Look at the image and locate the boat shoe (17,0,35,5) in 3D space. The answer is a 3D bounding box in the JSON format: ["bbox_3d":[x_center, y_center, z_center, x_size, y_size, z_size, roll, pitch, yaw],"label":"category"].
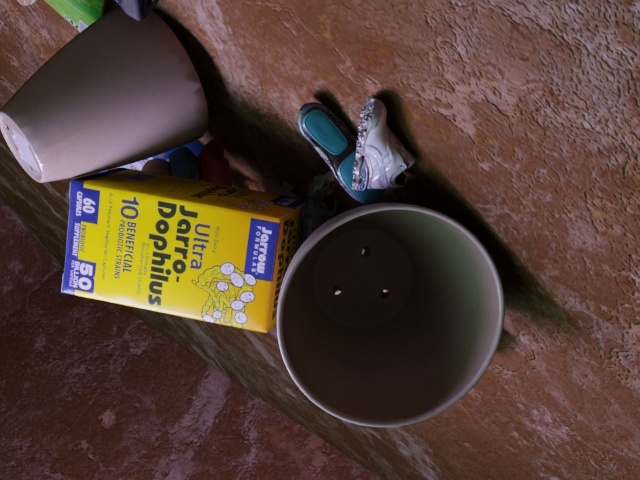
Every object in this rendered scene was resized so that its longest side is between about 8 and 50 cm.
[{"bbox_3d":[-0.566,-0.479,1.762,0.068,0.072,0.190,35,160,15],"label":"boat shoe"}]

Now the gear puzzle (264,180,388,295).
[{"bbox_3d":[0.021,0.031,1.723,0.339,0.175,0.044,32,-156,25],"label":"gear puzzle"}]

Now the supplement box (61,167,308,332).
[{"bbox_3d":[-0.220,0.008,1.628,0.357,0.194,0.195,10,-167,11],"label":"supplement box"}]

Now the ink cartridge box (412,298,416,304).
[{"bbox_3d":[0.222,0.143,1.667,0.150,0.063,0.109,38,161,5],"label":"ink cartridge box"}]

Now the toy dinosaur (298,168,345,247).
[{"bbox_3d":[0.000,0.000,1.632,0.064,0.118,0.268,20,109,30],"label":"toy dinosaur"}]

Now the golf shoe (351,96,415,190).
[{"bbox_3d":[0.090,-0.132,1.350,0.086,0.069,0.176,8,150,3],"label":"golf shoe"}]

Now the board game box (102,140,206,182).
[{"bbox_3d":[-0.357,-0.166,2.032,0.308,0.086,0.302,35,160,14],"label":"board game box"}]

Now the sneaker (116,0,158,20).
[{"bbox_3d":[-0.296,-0.410,1.393,0.130,0.087,0.227,33,166,1],"label":"sneaker"}]

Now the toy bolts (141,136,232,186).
[{"bbox_3d":[-0.237,-0.057,1.784,0.218,0.158,0.228,-112,14,-53],"label":"toy bolts"}]

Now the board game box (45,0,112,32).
[{"bbox_3d":[-0.406,-0.425,1.644,0.124,0.039,0.259,42,163,-5],"label":"board game box"}]

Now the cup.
[{"bbox_3d":[0.086,0.085,1.497,0.331,0.331,0.237,46,-177,-15],"label":"cup"}]

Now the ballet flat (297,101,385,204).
[{"bbox_3d":[0.032,-0.133,1.447,0.070,0.070,0.188,9,142,56],"label":"ballet flat"}]

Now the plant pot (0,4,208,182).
[{"bbox_3d":[-0.367,-0.213,1.585,0.256,0.274,0.256,40,151,28],"label":"plant pot"}]
